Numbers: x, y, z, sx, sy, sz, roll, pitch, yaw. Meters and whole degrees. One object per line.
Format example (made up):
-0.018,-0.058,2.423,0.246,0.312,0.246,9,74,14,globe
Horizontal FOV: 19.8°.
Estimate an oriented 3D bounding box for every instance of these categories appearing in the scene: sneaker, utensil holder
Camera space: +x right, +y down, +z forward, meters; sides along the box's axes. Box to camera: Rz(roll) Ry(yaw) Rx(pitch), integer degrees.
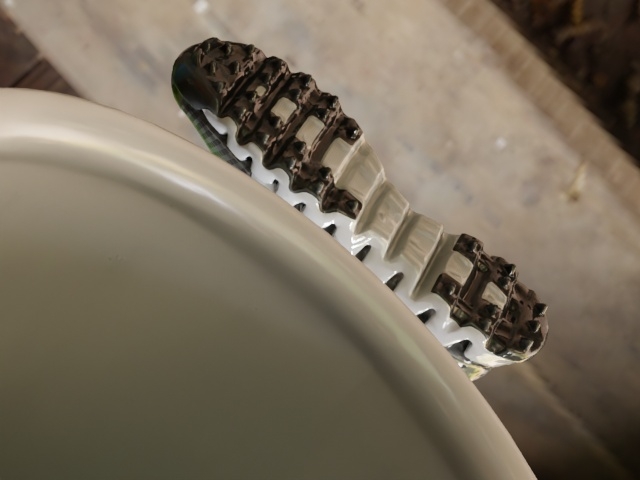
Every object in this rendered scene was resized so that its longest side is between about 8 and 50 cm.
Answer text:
0.000,0.000,0.941,0.234,0.078,0.106,42,129,-7,sneaker
-0.141,0.188,0.735,0.327,0.327,0.385,42,113,-2,utensil holder
